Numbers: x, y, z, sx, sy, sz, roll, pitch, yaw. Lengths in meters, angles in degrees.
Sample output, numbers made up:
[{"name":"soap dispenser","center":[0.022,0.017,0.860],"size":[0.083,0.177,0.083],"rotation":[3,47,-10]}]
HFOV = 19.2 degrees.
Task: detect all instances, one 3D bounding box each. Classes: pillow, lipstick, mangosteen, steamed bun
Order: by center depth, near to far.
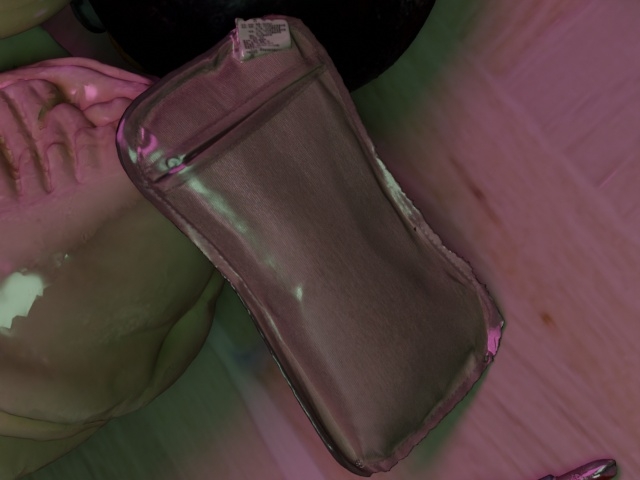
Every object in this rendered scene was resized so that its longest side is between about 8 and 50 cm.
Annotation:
[{"name":"lipstick","center":[0.101,0.135,0.950],"size":[0.107,0.025,0.025],"rotation":[-26,59,15]},{"name":"pillow","center":[0.000,0.000,0.961],"size":[0.131,0.232,0.038],"rotation":[-41,13,-26]},{"name":"mangosteen","center":[-0.030,-0.173,1.060],"size":[0.216,0.216,0.216],"rotation":[-13,65,29]},{"name":"steamed bun","center":[-0.226,0.036,1.079],"size":[0.394,0.237,0.346],"rotation":[-1,35,17]}]

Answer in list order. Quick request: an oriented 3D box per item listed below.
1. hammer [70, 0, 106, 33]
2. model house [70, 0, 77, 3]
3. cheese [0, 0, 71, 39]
[{"name":"hammer","center":[-0.115,-0.341,1.271],"size":[0.152,0.044,0.427],"rotation":[-22,60,24]},{"name":"model house","center":[-0.249,-0.170,1.222],"size":[0.248,0.181,0.176],"rotation":[21,128,28]},{"name":"cheese","center":[-0.176,-0.182,1.112],"size":[0.227,0.064,0.137],"rotation":[-29,50,-34]}]
